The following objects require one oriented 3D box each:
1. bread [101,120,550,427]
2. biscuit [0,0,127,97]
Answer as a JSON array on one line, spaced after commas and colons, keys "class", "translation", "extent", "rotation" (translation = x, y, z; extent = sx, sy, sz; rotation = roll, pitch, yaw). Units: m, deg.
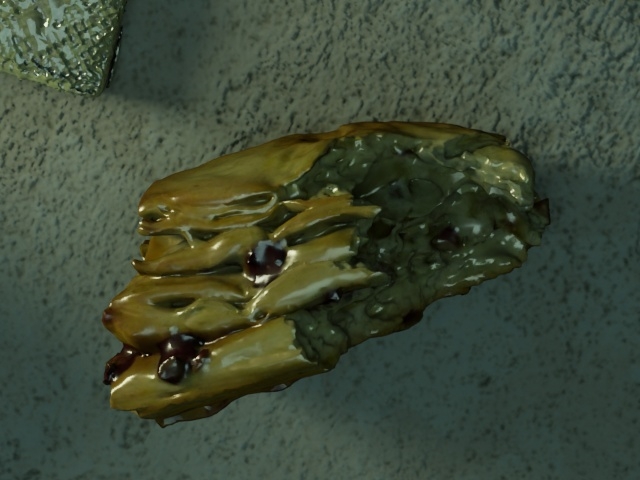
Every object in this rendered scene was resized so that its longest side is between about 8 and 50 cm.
[{"class": "bread", "translation": [0.000, 0.000, 1.595], "extent": [0.370, 0.314, 0.191], "rotation": [-21, 92, 10]}, {"class": "biscuit", "translation": [-0.288, -0.225, 1.674], "extent": [0.250, 0.046, 0.147], "rotation": [17, 102, -3]}]
